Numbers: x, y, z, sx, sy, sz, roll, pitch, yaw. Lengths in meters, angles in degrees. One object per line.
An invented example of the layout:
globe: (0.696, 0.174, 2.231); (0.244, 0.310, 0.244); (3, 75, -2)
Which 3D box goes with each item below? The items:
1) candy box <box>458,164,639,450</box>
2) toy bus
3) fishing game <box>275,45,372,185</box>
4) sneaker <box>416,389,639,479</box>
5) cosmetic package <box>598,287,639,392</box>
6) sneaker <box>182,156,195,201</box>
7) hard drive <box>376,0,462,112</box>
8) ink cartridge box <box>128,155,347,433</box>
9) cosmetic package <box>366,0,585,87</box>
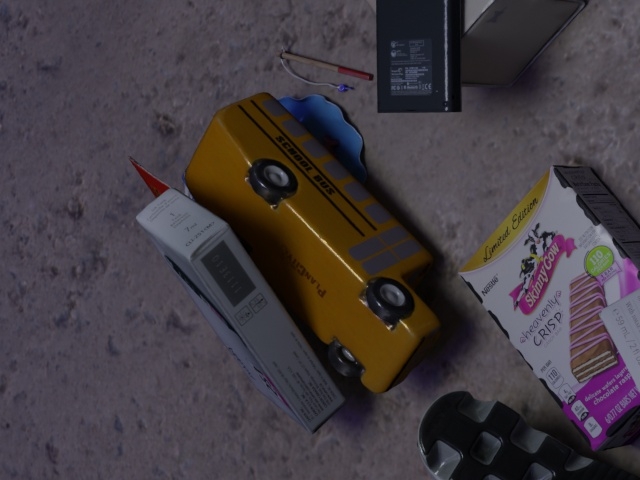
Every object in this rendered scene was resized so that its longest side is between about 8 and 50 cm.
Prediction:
candy box: (0.260, 0.063, 1.714); (0.159, 0.071, 0.233); (-52, 59, 28)
toy bus: (0.000, 0.000, 1.866); (0.332, 0.130, 0.108); (46, 131, 16)
fishing game: (-0.030, -0.076, 1.983); (0.189, 0.041, 0.264); (20, 103, 36)
sneaker: (0.239, 0.270, 1.718); (0.330, 0.146, 0.122); (37, 73, 12)
cosmetic package: (0.374, 0.062, 1.538); (0.231, 0.085, 0.117); (-33, 48, 11)
sneaker: (-0.130, -0.033, 2.068); (0.058, 0.052, 0.135); (-35, 61, 46)
hard drive: (0.093, -0.189, 1.693); (0.094, 0.022, 0.135); (4, 97, 44)
ink cartridge box: (-0.108, 0.055, 1.885); (0.060, 0.275, 0.239); (-41, 35, -13)
cosmetic package: (0.109, -0.303, 1.789); (0.129, 0.153, 0.296); (-49, 59, 32)
